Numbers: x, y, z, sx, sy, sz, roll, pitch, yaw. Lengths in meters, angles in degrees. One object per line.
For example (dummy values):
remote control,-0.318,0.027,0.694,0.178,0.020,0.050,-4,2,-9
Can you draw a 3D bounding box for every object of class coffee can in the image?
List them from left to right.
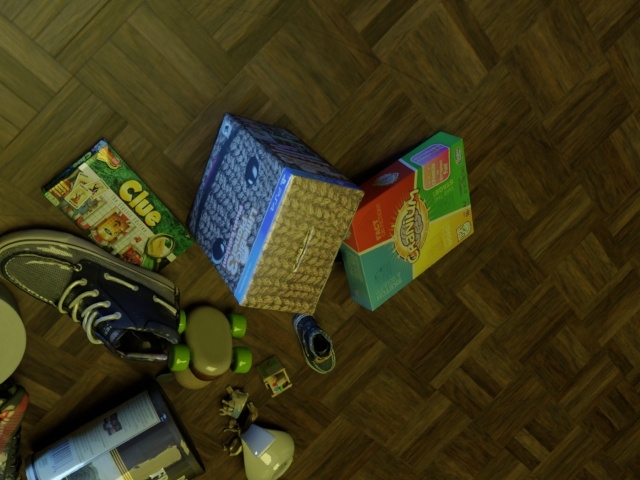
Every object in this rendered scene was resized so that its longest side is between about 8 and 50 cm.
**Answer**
coffee can,-0.389,0.428,1.488,0.275,0.201,0.201,-29,127,-11

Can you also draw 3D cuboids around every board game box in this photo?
board game box,-0.345,-0.042,1.355,0.136,0.030,0.260,-42,129,-5
board game box,-0.090,-0.050,1.324,0.141,0.291,0.232,11,110,-33
board game box,0.175,-0.041,1.575,0.316,0.064,0.242,-35,130,-26

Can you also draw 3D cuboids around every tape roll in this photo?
tape roll,-0.611,0.159,1.293,0.219,0.072,0.219,-13,123,-22

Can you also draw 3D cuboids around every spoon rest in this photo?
spoon rest,-0.121,0.461,1.704,0.137,0.084,0.276,-44,157,-17

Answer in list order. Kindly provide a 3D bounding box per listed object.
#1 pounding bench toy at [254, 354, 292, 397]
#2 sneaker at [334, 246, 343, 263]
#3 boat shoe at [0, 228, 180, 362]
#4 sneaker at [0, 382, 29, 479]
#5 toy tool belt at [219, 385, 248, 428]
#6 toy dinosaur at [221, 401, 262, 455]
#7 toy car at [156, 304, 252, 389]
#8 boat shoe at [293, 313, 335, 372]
pounding bench toy,-0.093,0.300,1.654,0.052,0.083,0.065,-29,126,-12
sneaker,0.000,0.000,1.538,0.188,0.078,0.067,25,102,-36
boat shoe,-0.385,0.099,1.308,0.340,0.158,0.127,20,117,-29
sneaker,-0.584,0.381,1.403,0.135,0.097,0.276,31,102,-19
toy tool belt,-0.192,0.355,1.659,0.051,0.052,0.083,26,101,1
toy dinosaur,-0.167,0.448,1.717,0.092,0.053,0.183,-12,122,-25
toy car,-0.246,0.232,1.529,0.155,0.149,0.188,8,141,-28
boat shoe,-0.002,0.240,1.670,0.065,0.083,0.183,-32,128,-9
